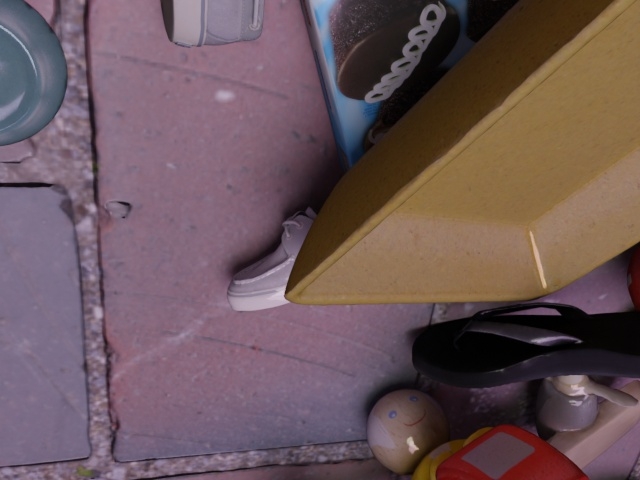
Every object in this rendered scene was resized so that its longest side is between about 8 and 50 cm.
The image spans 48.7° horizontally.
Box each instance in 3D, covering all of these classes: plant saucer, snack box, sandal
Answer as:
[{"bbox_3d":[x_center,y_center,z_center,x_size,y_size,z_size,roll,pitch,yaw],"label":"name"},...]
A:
[{"bbox_3d":[0.177,-0.066,0.504,0.333,0.081,0.333,3,147,-40],"label":"plant saucer"},{"bbox_3d":[-0.239,-0.116,0.490,0.119,0.021,0.119,-7,122,-10],"label":"plant saucer"},{"bbox_3d":[0.154,-0.170,0.536,0.322,0.060,0.187,-19,125,-3],"label":"snack box"},{"bbox_3d":[0.207,0.084,0.652,0.254,0.097,0.054,-8,113,23],"label":"sandal"}]

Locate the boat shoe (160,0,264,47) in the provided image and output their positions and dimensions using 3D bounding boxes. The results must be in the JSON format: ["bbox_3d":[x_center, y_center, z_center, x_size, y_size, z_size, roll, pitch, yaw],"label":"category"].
[{"bbox_3d":[-0.056,-0.233,0.441,0.081,0.079,0.227,-5,127,-22],"label":"boat shoe"}]

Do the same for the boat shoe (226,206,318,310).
[{"bbox_3d":[0.000,0.000,0.602,0.184,0.066,0.063,-22,110,2],"label":"boat shoe"}]

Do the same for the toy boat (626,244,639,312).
[{"bbox_3d":[0.377,0.092,0.727,0.151,0.151,0.231,-26,129,37],"label":"toy boat"}]

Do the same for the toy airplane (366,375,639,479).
[{"bbox_3d":[0.144,0.275,0.716,0.384,0.272,0.386,-48,155,26],"label":"toy airplane"}]
